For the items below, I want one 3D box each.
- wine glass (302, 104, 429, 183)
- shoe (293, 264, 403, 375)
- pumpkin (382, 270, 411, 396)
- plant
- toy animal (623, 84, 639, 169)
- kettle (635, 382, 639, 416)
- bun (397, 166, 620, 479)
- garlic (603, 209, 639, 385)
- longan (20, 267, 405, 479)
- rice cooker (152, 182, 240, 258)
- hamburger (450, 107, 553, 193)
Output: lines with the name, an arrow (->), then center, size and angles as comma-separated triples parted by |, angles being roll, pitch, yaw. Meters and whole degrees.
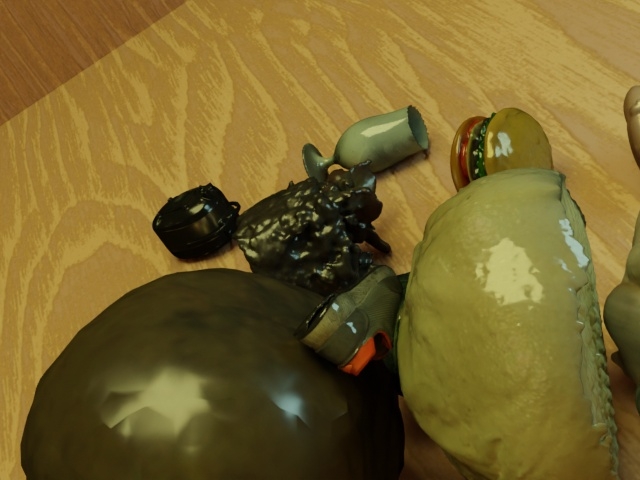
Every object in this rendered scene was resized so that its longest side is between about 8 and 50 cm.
wine glass -> 0.076, -0.155, 1.905 | 0.202, 0.093, 0.093 | -20, 33, 22
shoe -> 0.046, 0.084, 1.150 | 0.074, 0.077, 0.194 | -50, -12, 24
pumpkin -> 0.145, 0.113, 1.394 | 0.211, 0.152, 0.211 | -2, 11, 0
plant -> 0.000, 0.000, 1.678 | 0.234, 0.178, 0.204 | -21, 19, 0
toy animal -> 0.494, -0.160, 1.463 | 0.197, 0.171, 0.171 | -22, 31, 34
kettle -> 0.485, 0.110, 1.030 | 0.318, 0.205, 0.265 | -41, 28, -17
bun -> 0.182, 0.112, 1.137 | 0.202, 0.364, 0.364 | -11, 35, 14
garlic -> 0.424, 0.025, 1.227 | 0.203, 0.185, 0.281 | 10, 51, 37
longan -> -0.116, 0.230, 1.227 | 0.404, 0.404, 0.436 | -21, 12, 20
rice cooker -> -0.217, -0.033, 2.000 | 0.165, 0.106, 0.112 | -21, 27, 40
hamburger -> 0.254, -0.107, 1.608 | 0.115, 0.162, 0.162 | -9, 38, 42
